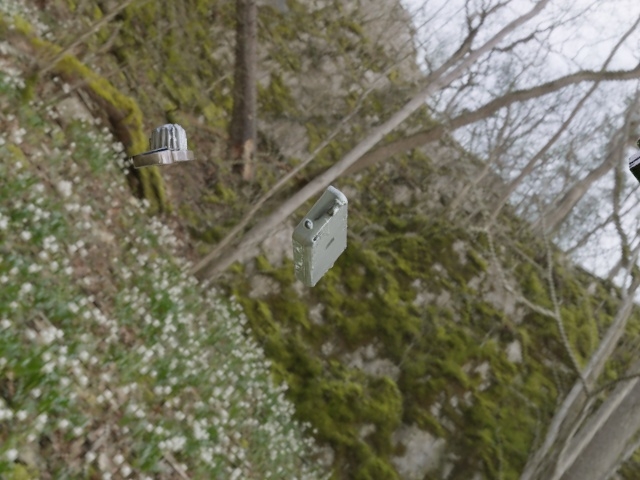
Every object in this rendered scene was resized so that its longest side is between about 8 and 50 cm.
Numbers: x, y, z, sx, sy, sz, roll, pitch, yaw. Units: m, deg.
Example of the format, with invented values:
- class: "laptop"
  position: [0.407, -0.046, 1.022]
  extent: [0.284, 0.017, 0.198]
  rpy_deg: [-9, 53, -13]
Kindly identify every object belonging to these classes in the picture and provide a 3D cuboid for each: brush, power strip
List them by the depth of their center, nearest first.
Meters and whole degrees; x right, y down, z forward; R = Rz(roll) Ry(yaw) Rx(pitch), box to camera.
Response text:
- class: "power strip"
  position: [0.000, 0.000, 1.058]
  extent: [0.035, 0.081, 0.192]
  rpy_deg: [36, -15, 13]
- class: "brush"
  position: [-0.232, -0.139, 1.237]
  extent: [0.327, 0.070, 0.065]
  rpy_deg: [-114, -163, -82]

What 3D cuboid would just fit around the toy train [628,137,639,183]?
- class: "toy train"
  position: [0.413, -0.046, 0.947]
  extent: [0.071, 0.111, 0.170]
  rpy_deg: [-37, -86, 28]
